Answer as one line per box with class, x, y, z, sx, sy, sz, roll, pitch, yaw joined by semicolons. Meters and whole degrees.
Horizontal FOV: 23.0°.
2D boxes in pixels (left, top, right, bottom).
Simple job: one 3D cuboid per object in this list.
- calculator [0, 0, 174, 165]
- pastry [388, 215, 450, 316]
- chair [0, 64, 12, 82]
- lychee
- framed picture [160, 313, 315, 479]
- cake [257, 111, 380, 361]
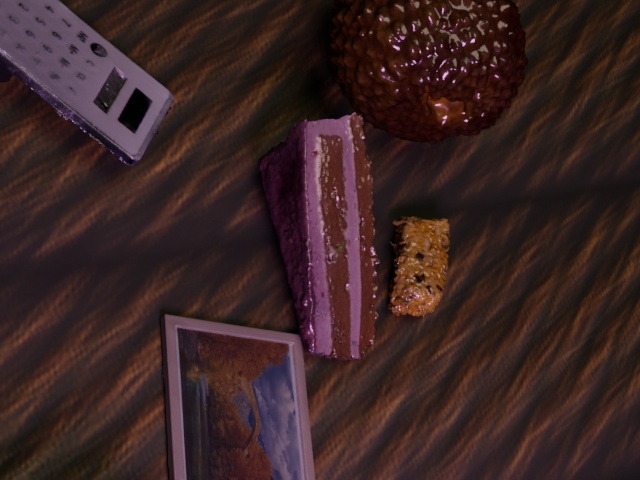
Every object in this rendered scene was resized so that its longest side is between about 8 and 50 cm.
calculator;-0.286;-0.202;1.797;0.261;0.021;0.161;39;34;-15
pastry;0.124;0.031;1.965;0.080;0.056;0.140;12;61;-16
chair;-0.362;-0.185;1.753;0.042;0.037;0.086;4;58;-25
lychee;0.133;-0.264;1.997;0.267;0.267;0.267;16;58;-28
framed picture;-0.089;0.209;1.745;0.184;0.016;0.250;11;60;-30
cake;0.000;0.000;1.881;0.116;0.112;0.295;2;77;-42
